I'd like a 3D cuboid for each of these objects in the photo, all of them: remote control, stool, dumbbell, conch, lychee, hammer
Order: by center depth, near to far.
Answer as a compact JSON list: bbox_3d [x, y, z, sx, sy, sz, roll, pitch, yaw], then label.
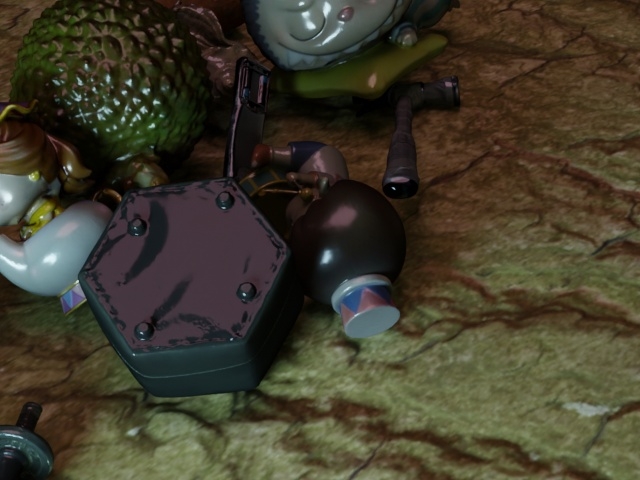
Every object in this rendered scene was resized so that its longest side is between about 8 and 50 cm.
[{"bbox_3d":[-0.313,0.249,1.255,0.082,0.081,0.254,0,37,7],"label":"dumbbell"},{"bbox_3d":[-0.138,0.051,1.397,0.232,0.141,0.232,-2,64,5],"label":"stool"},{"bbox_3d":[-0.269,-0.176,1.667,0.270,0.270,0.320,2,54,10],"label":"lychee"},{"bbox_3d":[0.115,-0.139,1.675,0.152,0.044,0.427,-5,21,4],"label":"hammer"},{"bbox_3d":[-0.096,-0.148,1.720,0.028,0.059,0.212,-22,54,41],"label":"remote control"},{"bbox_3d":[-0.173,-0.253,1.850,0.163,0.178,0.245,-6,17,-16],"label":"conch"}]

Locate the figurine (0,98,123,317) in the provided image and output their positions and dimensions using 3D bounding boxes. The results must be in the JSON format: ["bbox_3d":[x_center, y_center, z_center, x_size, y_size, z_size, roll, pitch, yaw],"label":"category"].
[{"bbox_3d":[-0.333,-0.045,1.505,0.189,0.263,0.142,-39,4,-40],"label":"figurine"}]

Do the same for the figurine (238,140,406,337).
[{"bbox_3d":[0.008,-0.006,1.509,0.158,0.161,0.275,-37,40,-3],"label":"figurine"}]

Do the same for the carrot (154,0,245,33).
[{"bbox_3d":[-0.260,-0.338,2.002,0.302,0.138,0.139,-17,37,-24],"label":"carrot"}]

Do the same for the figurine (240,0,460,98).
[{"bbox_3d":[0.029,-0.423,1.836,0.266,0.377,0.361,-1,29,30],"label":"figurine"}]
